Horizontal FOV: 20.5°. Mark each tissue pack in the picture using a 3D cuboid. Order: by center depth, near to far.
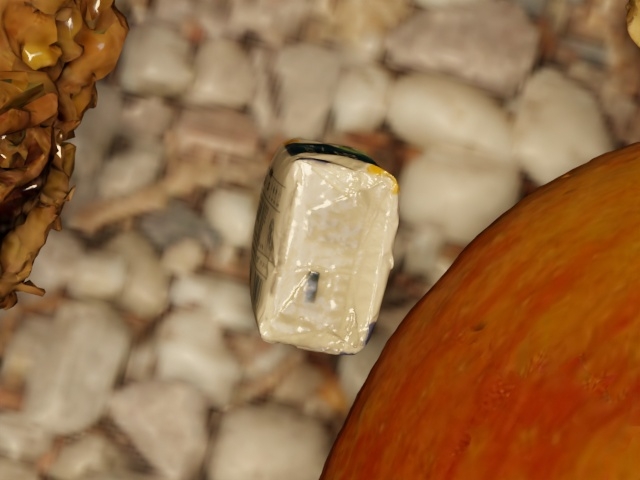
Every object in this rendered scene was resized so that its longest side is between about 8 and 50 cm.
[{"bbox_3d":[0.000,0.000,0.583,0.042,0.083,0.062,9,96,-6],"label":"tissue pack"}]

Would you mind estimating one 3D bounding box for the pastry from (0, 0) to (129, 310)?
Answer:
[{"bbox_3d":[-0.178,-0.072,0.468,0.275,0.275,0.193,0,129,-7],"label":"pastry"}]

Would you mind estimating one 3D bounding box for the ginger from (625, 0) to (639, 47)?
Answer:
[{"bbox_3d":[0.318,-0.126,0.588,0.348,0.122,0.363,23,104,-18],"label":"ginger"}]

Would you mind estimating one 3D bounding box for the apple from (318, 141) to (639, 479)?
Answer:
[{"bbox_3d":[0.152,0.090,0.518,0.302,0.301,0.301,-1,98,-7],"label":"apple"}]
